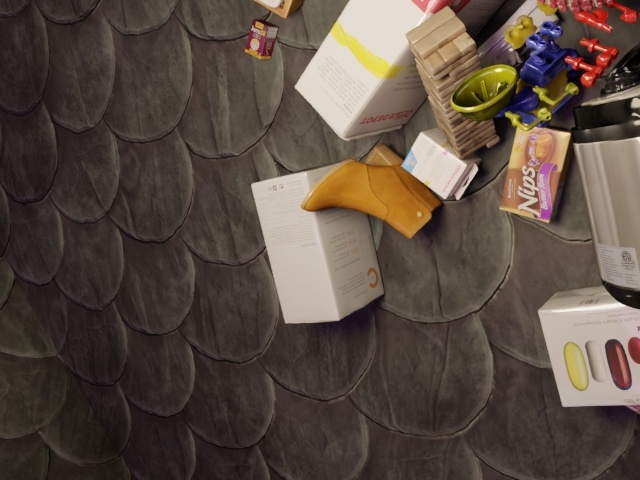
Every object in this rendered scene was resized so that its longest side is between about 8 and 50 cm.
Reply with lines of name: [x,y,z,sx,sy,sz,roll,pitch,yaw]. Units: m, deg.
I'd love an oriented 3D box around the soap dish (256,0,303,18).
soap dish: [-0.100,-0.692,1.573,0.229,0.118,0.291,36,122,22]

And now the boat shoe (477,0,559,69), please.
boat shoe: [0.368,-0.373,1.359,0.076,0.083,0.226,50,125,14]

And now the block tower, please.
block tower: [0.256,-0.280,1.308,0.097,0.335,0.091,-32,58,7]

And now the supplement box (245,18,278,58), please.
supplement box: [-0.146,-0.498,1.710,0.055,0.043,0.083,31,119,26]

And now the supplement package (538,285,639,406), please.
supplement package: [0.563,0.202,1.352,0.194,0.149,0.203,-13,95,37]

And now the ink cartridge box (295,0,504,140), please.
ink cartridge box: [0.164,-0.404,1.370,0.160,0.279,0.384,48,125,15]

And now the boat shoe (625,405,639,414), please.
boat shoe: [0.668,0.328,1.377,0.153,0.056,0.048,24,107,26]

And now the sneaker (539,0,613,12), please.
sneaker: [0.489,-0.461,1.146,0.299,0.112,0.121,1,149,11]

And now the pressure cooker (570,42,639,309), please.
pressure cooker: [0.599,-0.129,1.088,0.370,0.375,0.420,-9,99,40]

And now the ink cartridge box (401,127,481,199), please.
ink cartridge box: [0.268,-0.162,1.488,0.143,0.090,0.092,41,123,18]

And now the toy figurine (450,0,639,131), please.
toy figurine: [0.405,-0.258,1.234,0.191,0.362,0.217,35,160,32]

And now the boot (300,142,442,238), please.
boot: [0.122,-0.081,1.493,0.211,0.295,0.104,49,146,12]

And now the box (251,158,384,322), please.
box: [0.000,0.000,1.649,0.168,0.215,0.345,-8,99,37]

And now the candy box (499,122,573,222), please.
candy box: [0.439,-0.140,1.399,0.109,0.053,0.186,20,113,29]
